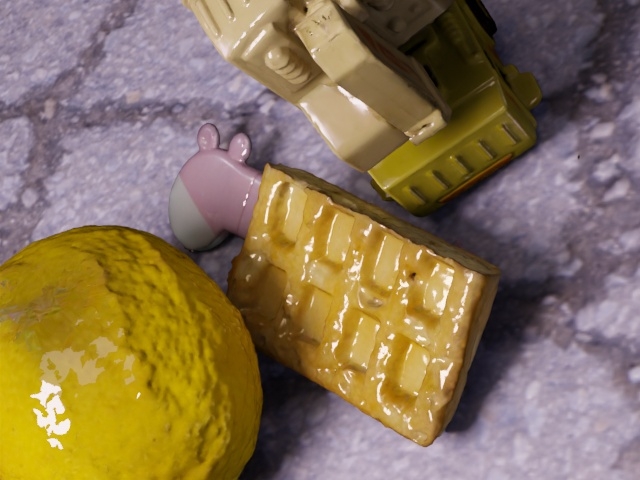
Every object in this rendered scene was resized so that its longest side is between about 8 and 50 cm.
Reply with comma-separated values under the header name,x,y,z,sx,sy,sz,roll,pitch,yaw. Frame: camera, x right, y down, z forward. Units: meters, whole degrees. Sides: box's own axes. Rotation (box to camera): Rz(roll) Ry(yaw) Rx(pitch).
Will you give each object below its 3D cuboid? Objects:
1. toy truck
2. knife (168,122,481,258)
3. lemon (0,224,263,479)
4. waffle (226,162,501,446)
name,x,y,z,sx,sy,sz,roll,pitch,yaw
toy truck,0.041,-0.165,1.228,0.181,0.405,0.254,-31,60,14
knife,0.001,0.000,1.392,0.399,0.038,0.132,26,105,38
lemon,-0.190,0.119,1.311,0.268,0.268,0.322,-42,60,7
waffle,0.030,0.051,1.301,0.274,0.057,0.168,27,108,38
